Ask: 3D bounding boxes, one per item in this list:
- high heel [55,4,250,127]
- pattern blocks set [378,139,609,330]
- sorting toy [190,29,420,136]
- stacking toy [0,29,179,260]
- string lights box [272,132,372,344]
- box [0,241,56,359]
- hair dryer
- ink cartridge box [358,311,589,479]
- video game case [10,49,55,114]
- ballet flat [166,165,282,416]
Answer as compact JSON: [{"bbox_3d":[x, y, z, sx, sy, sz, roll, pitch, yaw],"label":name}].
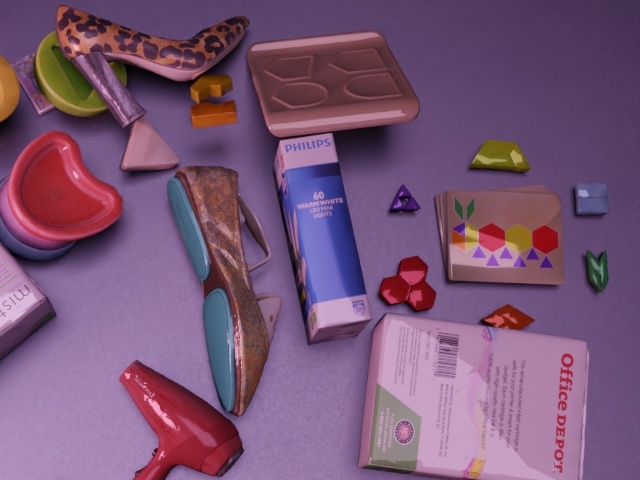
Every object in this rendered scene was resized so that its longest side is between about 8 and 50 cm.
[{"bbox_3d":[-0.233,-0.300,1.607,0.261,0.093,0.186,-40,99,-26],"label":"high heel"},{"bbox_3d":[0.256,-0.005,1.644,0.325,0.026,0.285,10,75,-3],"label":"pattern blocks set"},{"bbox_3d":[-0.034,-0.213,1.616,0.307,0.041,0.229,-7,39,-8],"label":"sorting toy"},{"bbox_3d":[-0.379,-0.136,1.592,0.279,0.130,0.309,-31,88,-39],"label":"stacking toy"},{"bbox_3d":[0.000,0.000,1.561,0.077,0.133,0.259,-10,76,-9],"label":"string lights box"},{"bbox_3d":[-0.520,0.085,1.490,0.262,0.127,0.231,-41,84,-14],"label":"box"},{"bbox_3d":[-0.209,0.297,1.491,0.224,0.080,0.293,-8,76,-7],"label":"hair dryer"},{"bbox_3d":[0.203,0.220,1.534,0.278,0.117,0.201,8,75,-3],"label":"ink cartridge box"},{"bbox_3d":[-0.372,-0.245,1.650,0.122,0.011,0.087,-31,80,-13],"label":"video game case"},{"bbox_3d":[-0.113,0.058,1.552,0.123,0.123,0.348,-14,77,-9],"label":"ballet flat"}]
